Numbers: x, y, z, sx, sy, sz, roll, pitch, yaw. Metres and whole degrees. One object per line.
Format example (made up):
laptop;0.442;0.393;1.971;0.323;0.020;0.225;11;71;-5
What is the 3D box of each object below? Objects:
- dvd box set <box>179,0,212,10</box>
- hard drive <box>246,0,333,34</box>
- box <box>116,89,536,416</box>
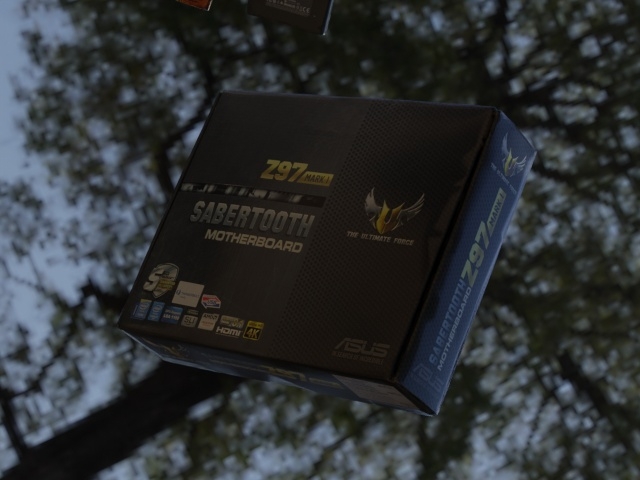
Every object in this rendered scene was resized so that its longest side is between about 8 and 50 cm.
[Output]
dvd box set;-0.304;-0.492;2.144;0.420;0.062;0.307;19;-44;-6
hard drive;-0.025;-0.306;1.839;0.094;0.022;0.135;17;-62;5
box;0.000;0.000;1.035;0.232;0.183;0.059;9;-23;39
